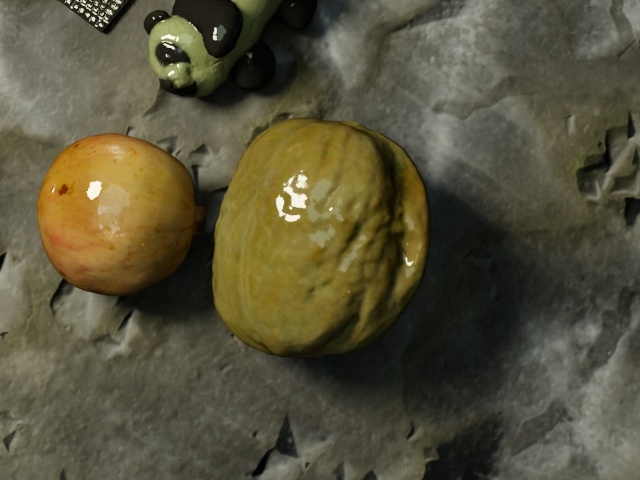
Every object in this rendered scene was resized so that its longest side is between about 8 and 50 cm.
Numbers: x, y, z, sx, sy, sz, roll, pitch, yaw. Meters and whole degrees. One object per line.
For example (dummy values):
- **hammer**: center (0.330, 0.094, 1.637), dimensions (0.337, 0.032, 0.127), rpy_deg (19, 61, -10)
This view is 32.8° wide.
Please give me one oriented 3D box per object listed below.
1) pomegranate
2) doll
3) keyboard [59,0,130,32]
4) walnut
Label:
- **pomegranate**: center (-0.226, -0.028, 1.230), dimensions (0.191, 0.191, 0.191), rpy_deg (0, 83, -2)
- **doll**: center (-0.110, -0.267, 1.296), dimensions (0.135, 0.143, 0.234), rpy_deg (28, 83, 26)
- **keyboard**: center (-0.332, -0.340, 1.350), dimensions (0.204, 0.013, 0.061), rpy_deg (37, 82, 3)
- **walnut**: center (0.000, 0.000, 1.214), dimensions (0.283, 0.227, 0.283), rpy_deg (-7, 77, 33)
